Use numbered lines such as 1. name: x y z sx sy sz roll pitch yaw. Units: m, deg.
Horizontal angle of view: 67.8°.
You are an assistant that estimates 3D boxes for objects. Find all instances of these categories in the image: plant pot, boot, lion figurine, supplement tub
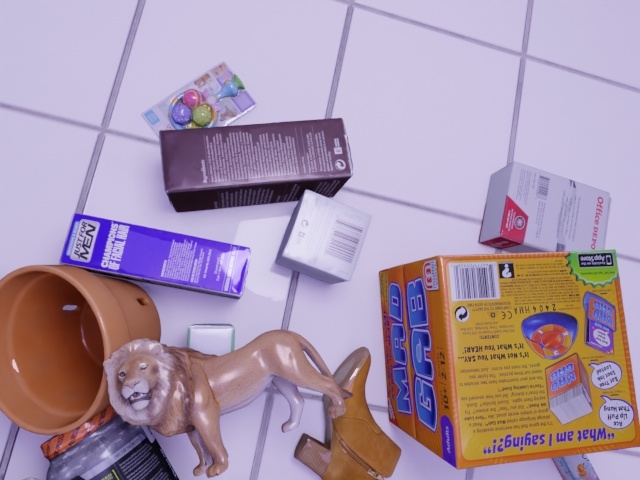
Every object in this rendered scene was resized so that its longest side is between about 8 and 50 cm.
1. plant pot: -0.445 0.184 0.897 0.291 0.203 0.290 0 91 17
2. boot: 0.097 0.408 1.059 0.211 0.104 0.295 32 82 -10
3. lion figurine: -0.142 0.239 0.816 0.392 0.142 0.240 -15 78 -31
4. supplement tub: -0.378 0.477 0.905 0.194 0.193 0.315 -30 88 -13

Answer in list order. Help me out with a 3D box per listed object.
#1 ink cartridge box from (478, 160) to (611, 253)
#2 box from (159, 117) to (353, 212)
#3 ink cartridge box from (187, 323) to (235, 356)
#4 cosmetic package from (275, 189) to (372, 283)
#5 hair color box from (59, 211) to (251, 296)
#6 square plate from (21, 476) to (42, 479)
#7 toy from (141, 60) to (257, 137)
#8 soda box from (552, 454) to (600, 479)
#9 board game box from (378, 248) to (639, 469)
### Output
1. ink cartridge box: 0.562 -0.056 1.198 0.273 0.114 0.196 16 78 -7
2. box: -0.141 -0.161 1.048 0.382 0.191 0.143 -8 83 -13
3. ink cartridge box: -0.221 0.246 0.960 0.093 0.212 0.154 2 80 -13
4. cosmetic package: 0.000 0.000 1.050 0.152 0.184 0.151 21 79 -7
5. hair color box: -0.322 0.040 0.986 0.339 0.185 0.110 10 80 -9
6. square plate: -0.508 0.606 0.855 0.344 0.049 0.347 -31 88 25
7. toy: -0.282 -0.315 1.112 0.237 0.056 0.136 -37 89 -13
8. soda box: 0.590 0.508 1.144 0.058 0.063 0.183 -28 87 -13
9. board game box: 0.352 0.218 0.994 0.357 0.356 0.356 -1 82 -11
